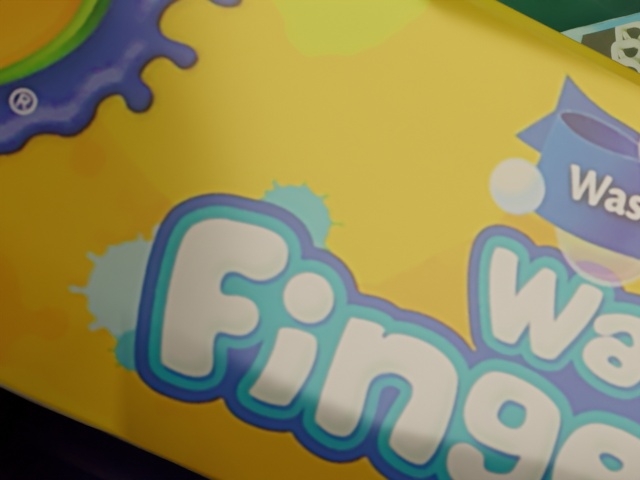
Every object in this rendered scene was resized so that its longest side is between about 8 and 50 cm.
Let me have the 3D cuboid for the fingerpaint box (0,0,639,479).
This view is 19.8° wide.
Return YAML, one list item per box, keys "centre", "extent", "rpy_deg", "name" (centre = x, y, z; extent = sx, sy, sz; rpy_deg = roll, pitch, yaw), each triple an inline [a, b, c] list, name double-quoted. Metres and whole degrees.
- centre: [-0.037, 0.124, 0.425]
  extent: [0.445, 0.163, 0.371]
  rpy_deg: [26, 80, -7]
  name: "fingerpaint box"

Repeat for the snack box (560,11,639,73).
- centre: [0.000, 0.000, 0.697]
  extent: [0.322, 0.187, 0.060]
  rpy_deg: [-18, 77, -44]
  name: "snack box"

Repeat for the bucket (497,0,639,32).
- centre: [0.120, -0.187, 0.916]
  extent: [0.281, 0.183, 0.281]
  rpy_deg: [20, 54, -30]
  name: "bucket"
